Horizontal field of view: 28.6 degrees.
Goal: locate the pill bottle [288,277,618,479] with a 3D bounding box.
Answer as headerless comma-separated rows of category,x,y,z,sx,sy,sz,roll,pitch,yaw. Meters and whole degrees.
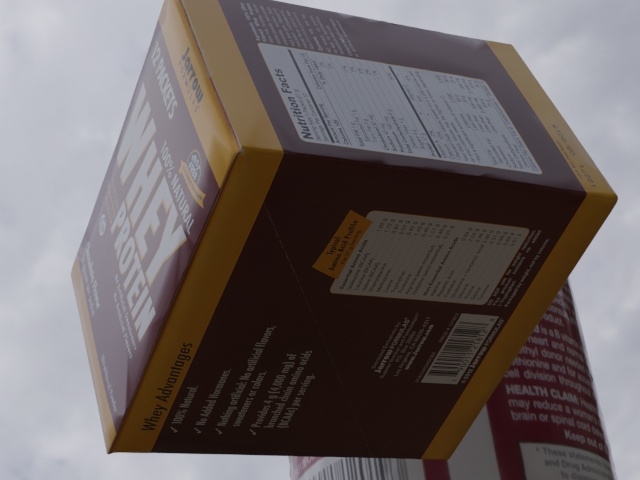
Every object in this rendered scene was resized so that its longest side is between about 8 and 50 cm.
pill bottle,0.079,0.080,0.915,0.224,0.392,0.224,-5,-31,-3

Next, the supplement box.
supplement box,0.000,0.000,0.629,0.194,0.129,0.191,6,-51,-27
